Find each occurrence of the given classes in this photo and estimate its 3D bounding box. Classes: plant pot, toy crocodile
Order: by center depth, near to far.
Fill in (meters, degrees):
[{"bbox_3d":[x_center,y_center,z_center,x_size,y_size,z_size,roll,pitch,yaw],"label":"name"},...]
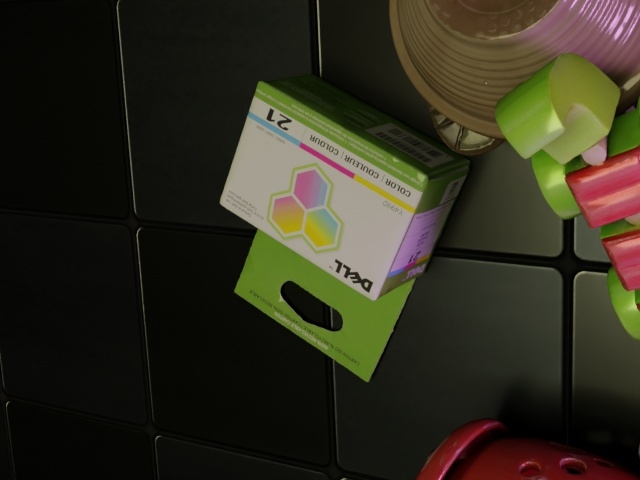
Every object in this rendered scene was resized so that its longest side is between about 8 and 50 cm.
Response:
[{"bbox_3d":[0.246,-0.001,0.761,0.115,0.105,0.340,-22,121,32],"label":"toy crocodile"},{"bbox_3d":[0.149,-0.196,0.774,0.237,0.109,0.237,-2,86,27],"label":"plant pot"},{"bbox_3d":[0.173,0.254,0.892,0.174,0.191,0.191,26,115,33],"label":"plant pot"}]

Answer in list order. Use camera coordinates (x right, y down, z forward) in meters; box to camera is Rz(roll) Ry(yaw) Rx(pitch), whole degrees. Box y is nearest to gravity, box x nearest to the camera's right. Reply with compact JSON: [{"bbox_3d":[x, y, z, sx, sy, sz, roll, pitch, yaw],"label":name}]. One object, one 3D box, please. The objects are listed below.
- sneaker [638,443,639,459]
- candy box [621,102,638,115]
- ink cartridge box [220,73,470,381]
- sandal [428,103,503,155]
[{"bbox_3d":[0.387,0.174,0.730,0.321,0.124,0.180,-27,56,35],"label":"sneaker"},{"bbox_3d":[0.302,-0.106,0.791,0.186,0.053,0.109,9,107,28],"label":"candy box"},{"bbox_3d":[0.000,0.000,0.981,0.188,0.097,0.255,32,116,21],"label":"ink cartridge box"},{"bbox_3d":[0.129,-0.181,0.881,0.090,0.060,0.219,-16,80,28],"label":"sandal"}]
